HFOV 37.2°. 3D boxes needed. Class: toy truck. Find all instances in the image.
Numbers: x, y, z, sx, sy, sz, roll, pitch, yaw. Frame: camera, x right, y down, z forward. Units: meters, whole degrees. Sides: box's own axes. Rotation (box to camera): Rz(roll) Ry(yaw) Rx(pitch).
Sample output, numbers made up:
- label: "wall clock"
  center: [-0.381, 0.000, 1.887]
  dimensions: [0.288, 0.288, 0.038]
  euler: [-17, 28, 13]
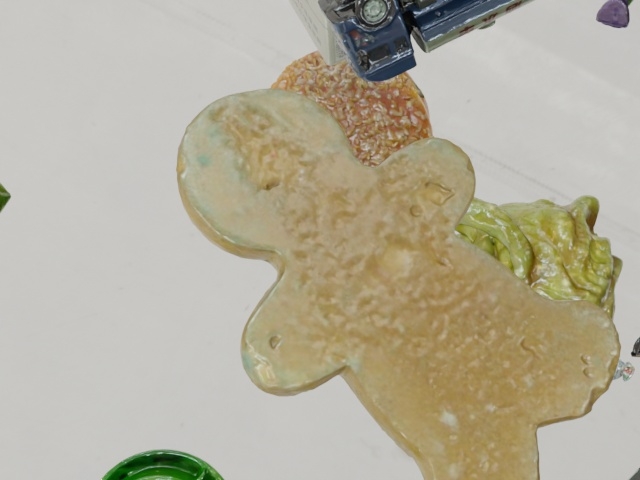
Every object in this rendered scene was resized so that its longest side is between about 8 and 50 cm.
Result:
- label: "toy truck"
  center: [0.103, -0.205, 0.776]
  dimensions: [0.202, 0.074, 0.088]
  euler: [-26, 128, 1]

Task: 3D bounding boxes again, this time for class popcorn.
- label: "popcorn"
  center: [0.289, 0.050, 1.394]
  dimensions: [0.290, 0.321, 0.325]
  euler: [-26, 105, 20]

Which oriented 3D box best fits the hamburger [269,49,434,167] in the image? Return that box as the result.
- label: "hamburger"
  center: [0.044, -0.191, 1.727]
  dimensions: [0.330, 0.250, 0.329]
  euler: [1, 110, 3]

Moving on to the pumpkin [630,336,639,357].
- label: "pumpkin"
  center: [0.389, 0.099, 1.010]
  dimensions: [0.101, 0.035, 0.073]
  euler: [8, 74, 28]

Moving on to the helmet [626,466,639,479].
- label: "helmet"
  center: [0.368, 0.242, 0.854]
  dimensions: [0.107, 0.177, 0.153]
  euler: [-48, 121, -26]

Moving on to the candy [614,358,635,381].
- label: "candy"
  center: [0.297, 0.128, 0.996]
  dimensions: [0.020, 0.083, 0.030]
  euler: [30, 80, -26]

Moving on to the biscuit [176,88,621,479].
- label: "biscuit"
  center: [0.029, 0.020, 0.447]
  dimensions: [0.234, 0.030, 0.153]
  euler: [40, 68, 1]

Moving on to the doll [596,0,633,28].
- label: "doll"
  center: [0.269, -0.261, 0.829]
  dimensions: [0.050, 0.190, 0.115]
  euler: [9, 83, 18]

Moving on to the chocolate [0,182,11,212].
- label: "chocolate"
  center: [-0.626, -0.079, 1.349]
  dimensions: [0.301, 0.137, 0.288]
  euler: [-27, 108, 33]

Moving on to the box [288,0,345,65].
- label: "box"
  center: [0.000, -0.388, 1.343]
  dimensions: [0.071, 0.259, 0.168]
  euler: [-24, 68, -10]

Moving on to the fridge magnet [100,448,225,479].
- label: "fridge magnet"
  center: [-0.211, 0.382, 1.263]
  dimensions: [0.208, 0.088, 0.208]
  euler: [0, 91, -2]
